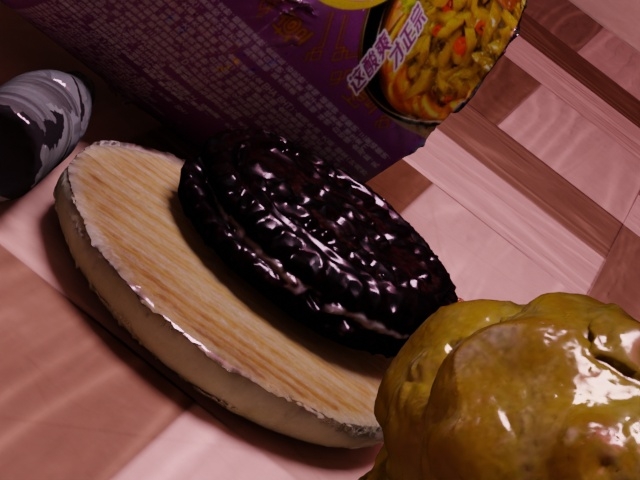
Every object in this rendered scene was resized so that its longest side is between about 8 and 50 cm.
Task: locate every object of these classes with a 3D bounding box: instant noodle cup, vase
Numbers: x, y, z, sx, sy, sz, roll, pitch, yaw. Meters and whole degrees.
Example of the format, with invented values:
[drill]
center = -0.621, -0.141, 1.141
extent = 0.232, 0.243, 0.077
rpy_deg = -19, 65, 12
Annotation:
[instant noodle cup]
center = -0.029, -0.197, 1.308
extent = 0.266, 0.340, 0.340
rpy_deg = 44, 15, -23
[vase]
center = -0.172, -0.072, 1.160
extent = 0.060, 0.060, 0.211
rpy_deg = 36, 14, -3

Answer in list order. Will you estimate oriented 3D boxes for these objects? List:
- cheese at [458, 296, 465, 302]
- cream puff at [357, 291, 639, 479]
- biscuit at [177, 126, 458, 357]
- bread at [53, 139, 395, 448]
[cheese]
center = 0.172, 0.083, 1.433
extent = 0.256, 0.037, 0.106
rpy_deg = 19, 24, -44
[cream puff]
center = 0.114, 0.162, 0.967
extent = 0.282, 0.185, 0.282
rpy_deg = 55, -16, 23
[biscuit]
center = 0.000, 0.000, 1.172
extent = 0.194, 0.053, 0.194
rpy_deg = 33, 19, -12
[bread]
center = -0.052, 0.033, 1.148
extent = 0.267, 0.040, 0.267
rpy_deg = 33, 18, -13
